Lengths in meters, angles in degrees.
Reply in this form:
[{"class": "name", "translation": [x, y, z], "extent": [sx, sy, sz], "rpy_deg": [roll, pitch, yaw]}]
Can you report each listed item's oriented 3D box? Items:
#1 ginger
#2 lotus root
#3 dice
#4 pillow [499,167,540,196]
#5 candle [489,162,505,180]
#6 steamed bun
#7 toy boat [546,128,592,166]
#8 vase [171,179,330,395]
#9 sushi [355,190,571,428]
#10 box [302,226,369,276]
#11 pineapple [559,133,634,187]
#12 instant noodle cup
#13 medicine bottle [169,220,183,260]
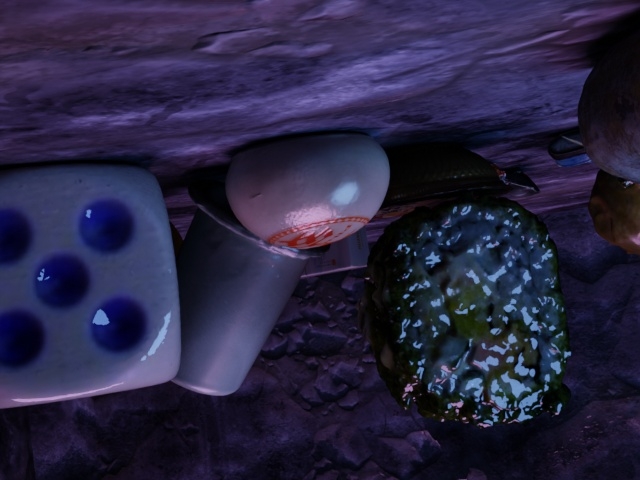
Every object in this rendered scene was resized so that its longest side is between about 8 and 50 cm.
[{"class": "ginger", "translation": [0.625, -0.081, 1.940], "extent": [0.200, 0.223, 0.269], "rpy_deg": [-2, 176, -26]}, {"class": "lotus root", "translation": [0.359, -0.139, 1.043], "extent": [0.175, 0.175, 0.349], "rpy_deg": [-8, 176, 0]}, {"class": "dice", "translation": [-0.361, 0.063, 1.436], "extent": [0.304, 0.304, 0.277], "rpy_deg": [-7, 177, -16]}, {"class": "pillow", "translation": [0.391, -0.114, 2.109], "extent": [0.091, 0.055, 0.136], "rpy_deg": [-7, 175, 17]}, {"class": "candle", "translation": [0.293, -0.119, 1.917], "extent": [0.162, 0.048, 0.053], "rpy_deg": [-3, 157, -44]}, {"class": "steamed bun", "translation": [-0.015, -0.062, 1.467], "extent": [0.232, 0.145, 0.232], "rpy_deg": [-7, 176, -1]}, {"class": "toy boat", "translation": [0.422, -0.149, 1.672], "extent": [0.061, 0.060, 0.137], "rpy_deg": [22, 155, -35]}, {"class": "vase", "translation": [-0.150, 0.080, 1.664], "extent": [0.245, 0.291, 0.245], "rpy_deg": [24, -164, -7]}, {"class": "sushi", "translation": [0.211, 0.108, 1.584], "extent": [0.294, 0.351, 0.178], "rpy_deg": [-8, 178, -16]}, {"class": "box", "translation": [0.001, 0.000, 2.296], "extent": [0.067, 0.149, 0.233], "rpy_deg": [-8, 177, -43]}, {"class": "pineapple", "translation": [0.532, -0.129, 1.509], "extent": [0.335, 0.161, 0.158], "rpy_deg": [-11, 177, 8]}, {"class": "instant noodle cup", "translation": [0.167, -0.099, 1.665], "extent": [0.274, 0.090, 0.274], "rpy_deg": [-8, 176, -1]}, {"class": "medicine bottle", "translation": [-0.378, 0.054, 1.760], "extent": [0.238, 0.237, 0.232], "rpy_deg": [-10, 173, 28]}]
